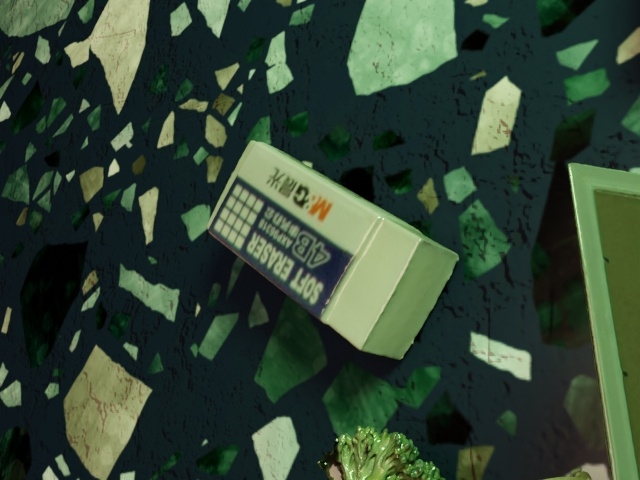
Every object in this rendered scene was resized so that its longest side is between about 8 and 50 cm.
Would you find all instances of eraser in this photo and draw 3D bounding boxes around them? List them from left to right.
[{"bbox_3d":[0.000,0.000,0.785,0.279,0.081,0.124,34,97,42],"label":"eraser"}]

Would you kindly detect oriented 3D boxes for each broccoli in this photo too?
[{"bbox_3d":[0.036,0.245,0.603,0.122,0.204,0.118,-24,104,27],"label":"broccoli"}]

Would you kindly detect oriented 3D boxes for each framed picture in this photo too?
[{"bbox_3d":[0.260,0.102,0.455,0.019,0.233,0.296,136,137,-61],"label":"framed picture"}]

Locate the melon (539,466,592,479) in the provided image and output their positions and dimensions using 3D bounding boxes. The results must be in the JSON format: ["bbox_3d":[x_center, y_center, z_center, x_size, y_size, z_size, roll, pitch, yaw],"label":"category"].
[{"bbox_3d":[0.124,0.337,0.445,0.272,0.272,0.307,-36,48,25],"label":"melon"}]
